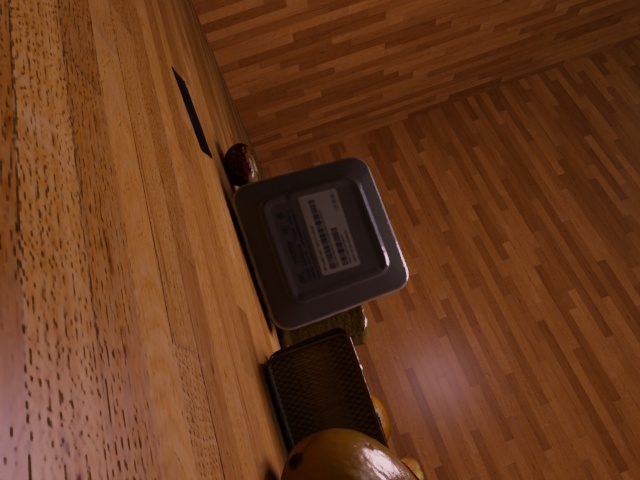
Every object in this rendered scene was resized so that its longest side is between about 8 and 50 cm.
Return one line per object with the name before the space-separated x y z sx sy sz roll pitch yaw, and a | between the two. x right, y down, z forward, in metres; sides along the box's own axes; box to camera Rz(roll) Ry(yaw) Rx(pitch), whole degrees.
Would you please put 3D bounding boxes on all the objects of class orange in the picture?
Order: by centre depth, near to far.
orange | 0.145 0.677 1.613 0.236 0.236 0.236 161 -90 -88

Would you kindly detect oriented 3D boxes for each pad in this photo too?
pad | -0.287 -0.283 0.979 0.116 0.004 0.193 -147 -142 -88

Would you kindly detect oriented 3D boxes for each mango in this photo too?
mango | 0.081 0.390 0.572 0.332 0.142 0.195 44 31 -1

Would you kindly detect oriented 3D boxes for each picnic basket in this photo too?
picnic basket | 0.014 0.308 0.795 0.139 0.165 0.266 83 -12 -78

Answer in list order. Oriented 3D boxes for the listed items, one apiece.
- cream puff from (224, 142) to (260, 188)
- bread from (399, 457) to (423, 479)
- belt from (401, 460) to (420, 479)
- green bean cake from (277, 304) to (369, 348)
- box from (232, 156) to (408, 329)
cream puff | -0.228 -0.207 1.250 0.149 0.085 0.149 -17 90 -89
bread | 0.252 0.813 1.325 0.315 0.212 0.270 60 35 -53
belt | 0.184 0.704 1.109 0.324 0.227 0.115 47 -13 32
green bean cake | -0.003 0.199 1.172 0.124 0.236 0.232 78 -5 -52
box | 0.000 0.000 1.076 0.090 0.373 0.367 138 -67 -71
